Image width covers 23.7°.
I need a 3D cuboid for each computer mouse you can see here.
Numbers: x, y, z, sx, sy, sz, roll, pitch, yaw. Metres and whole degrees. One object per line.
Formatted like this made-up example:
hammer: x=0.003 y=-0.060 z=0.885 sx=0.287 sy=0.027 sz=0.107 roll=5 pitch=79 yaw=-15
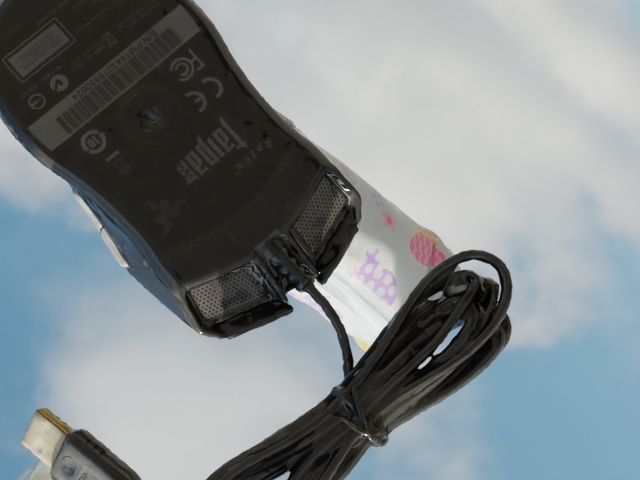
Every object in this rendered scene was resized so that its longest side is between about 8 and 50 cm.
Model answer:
computer mouse: x=-0.067 y=0.011 z=0.637 sx=0.262 sy=0.184 sz=0.060 roll=41 pitch=169 yaw=13

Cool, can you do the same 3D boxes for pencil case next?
pencil case: x=0.000 y=0.000 z=1.236 sx=0.273 sy=0.113 sz=0.124 roll=37 pitch=-138 yaw=-40

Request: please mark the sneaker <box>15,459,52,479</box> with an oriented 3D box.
sneaker: x=-0.265 y=0.245 z=1.142 sx=0.123 sy=0.106 sz=0.290 roll=4 pitch=-159 yaw=6
